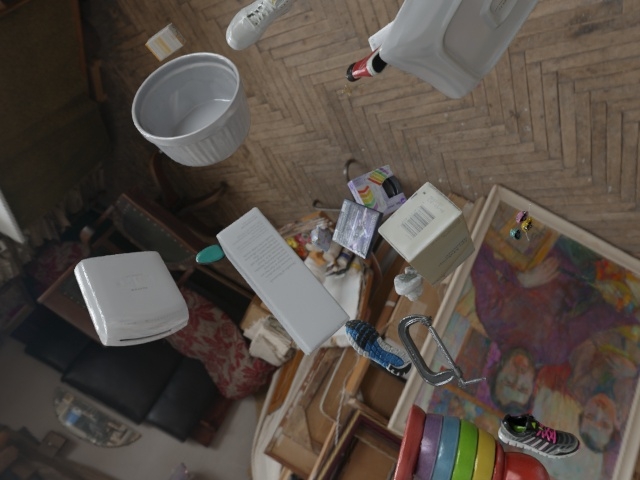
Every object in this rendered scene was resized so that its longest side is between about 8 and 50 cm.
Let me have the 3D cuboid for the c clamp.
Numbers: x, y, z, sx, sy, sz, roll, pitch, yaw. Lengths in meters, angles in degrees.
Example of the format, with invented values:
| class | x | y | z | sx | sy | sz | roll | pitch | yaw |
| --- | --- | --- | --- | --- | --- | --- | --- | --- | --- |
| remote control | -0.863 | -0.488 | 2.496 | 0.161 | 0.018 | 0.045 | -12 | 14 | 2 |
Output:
| class | x | y | z | sx | sy | sz | roll | pitch | yaw |
| --- | --- | --- | --- | --- | --- | --- | --- | --- | --- |
| c clamp | 0.210 | 0.199 | 0.771 | 0.161 | 0.022 | 0.137 | 57 | 141 | 19 |

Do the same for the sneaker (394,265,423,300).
| class | x | y | z | sx | sy | sz | roll | pitch | yaw |
| --- | --- | --- | --- | --- | --- | --- | --- | --- | --- |
| sneaker | 0.328 | 0.168 | 1.511 | 0.090 | 0.232 | 0.115 | 0 | 101 | 29 |

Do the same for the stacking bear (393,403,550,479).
| class | x | y | z | sx | sy | sz | roll | pitch | yaw |
| --- | --- | --- | --- | --- | --- | --- | --- | --- | --- |
| stacking bear | 0.309 | 0.460 | 0.863 | 0.288 | 0.164 | 0.175 | 14 | 177 | 16 |

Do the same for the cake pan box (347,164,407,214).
| class | x | y | z | sx | sy | sz | roll | pitch | yaw |
| --- | --- | --- | --- | --- | --- | --- | --- | --- | --- |
| cake pan box | 0.312 | -0.251 | 2.261 | 0.246 | 0.266 | 0.070 | 65 | 158 | 2 |

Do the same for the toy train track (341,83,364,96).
| class | x | y | z | sx | sy | sz | roll | pitch | yaw |
| --- | --- | --- | --- | --- | --- | --- | --- | --- | --- |
| toy train track | 0.117 | -0.544 | 1.525 | 0.014 | 0.083 | 0.048 | 133 | 119 | -84 |

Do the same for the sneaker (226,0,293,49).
| class | x | y | z | sx | sy | sz | roll | pitch | yaw |
| --- | --- | --- | --- | --- | --- | --- | --- | --- | --- |
| sneaker | -0.184 | -0.747 | 1.355 | 0.108 | 0.292 | 0.169 | 45 | 168 | -13 |

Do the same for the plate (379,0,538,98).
| class | x | y | z | sx | sy | sz | roll | pitch | yaw |
| --- | --- | --- | --- | --- | --- | --- | --- | --- | --- |
| plate | 0.218 | -0.317 | 0.524 | 0.045 | 0.278 | 0.277 | 44 | 118 | 24 |

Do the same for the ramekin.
| class | x | y | z | sx | sy | sz | roll | pitch | yaw |
| --- | --- | --- | --- | --- | --- | --- | --- | --- | --- |
| ramekin | -0.230 | -0.236 | 0.794 | 0.207 | 0.207 | 0.109 | 14 | 157 | 19 |

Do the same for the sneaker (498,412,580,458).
| class | x | y | z | sx | sy | sz | roll | pitch | yaw |
| --- | --- | --- | --- | --- | --- | --- | --- | --- | --- |
| sneaker | 0.497 | 0.441 | 0.971 | 0.170 | 0.063 | 0.075 | 1 | 122 | 32 |

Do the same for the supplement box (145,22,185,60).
| class | x | y | z | sx | sy | sz | roll | pitch | yaw |
| --- | --- | --- | --- | --- | --- | --- | --- | --- | --- |
| supplement box | -0.462 | -0.591 | 1.264 | 0.098 | 0.036 | 0.062 | -20 | 134 | 23 |

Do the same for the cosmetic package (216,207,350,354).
| class | x | y | z | sx | sy | sz | roll | pitch | yaw |
| --- | --- | --- | --- | --- | --- | --- | --- | --- | --- |
| cosmetic package | -0.121 | 0.138 | 1.357 | 0.453 | 0.161 | 0.230 | 49 | 165 | 11 |

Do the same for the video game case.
| class | x | y | z | sx | sy | sz | roll | pitch | yaw |
| --- | --- | --- | --- | --- | --- | --- | --- | --- | --- |
| video game case | 0.149 | -0.054 | 1.768 | 0.026 | 0.196 | 0.274 | 11 | -169 | -32 |

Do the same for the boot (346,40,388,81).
| class | x | y | z | sx | sy | sz | roll | pitch | yaw |
| --- | --- | --- | --- | --- | --- | --- | --- | --- | --- |
| boot | 0.207 | -0.696 | 1.619 | 0.176 | 0.244 | 0.088 | 7 | 137 | 54 |

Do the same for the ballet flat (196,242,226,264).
| class | x | y | z | sx | sy | sz | roll | pitch | yaw |
| --- | --- | --- | --- | --- | --- | --- | --- | --- | --- |
| ballet flat | -0.357 | 0.038 | 1.566 | 0.074 | 0.203 | 0.074 | 57 | 169 | 17 |

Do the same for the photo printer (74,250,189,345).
| class | x | y | z | sx | sy | sz | roll | pitch | yaw |
| --- | --- | --- | --- | --- | --- | --- | --- | --- | --- |
| photo printer | -0.555 | 0.172 | 1.263 | 0.307 | 0.256 | 0.107 | 49 | 128 | 32 |

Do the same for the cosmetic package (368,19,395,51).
| class | x | y | z | sx | sy | sz | roll | pitch | yaw |
| --- | --- | --- | --- | --- | --- | --- | --- | --- | --- |
| cosmetic package | 0.321 | -0.824 | 1.688 | 0.231 | 0.117 | 0.086 | -22 | 90 | 35 |

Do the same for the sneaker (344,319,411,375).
| class | x | y | z | sx | sy | sz | roll | pitch | yaw |
| --- | --- | --- | --- | --- | --- | --- | --- | --- | --- |
| sneaker | 0.127 | 0.260 | 1.031 | 0.190 | 0.071 | 0.083 | 40 | 166 | -10 |

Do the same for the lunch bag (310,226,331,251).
| class | x | y | z | sx | sy | sz | roll | pitch | yaw |
| --- | --- | --- | --- | --- | --- | --- | --- | --- | --- |
| lunch bag | 0.000 | 0.000 | 1.628 | 0.071 | 0.083 | 0.053 | 32 | 126 | -28 |

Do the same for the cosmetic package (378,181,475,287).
| class | x | y | z | sx | sy | sz | roll | pitch | yaw |
| --- | --- | --- | --- | --- | --- | --- | --- | --- | --- |
| cosmetic package | 0.271 | 0.000 | 1.038 | 0.113 | 0.160 | 0.309 | 50 | -171 | 29 |

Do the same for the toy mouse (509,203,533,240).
| class | x | y | z | sx | sy | sz | roll | pitch | yaw |
| --- | --- | --- | --- | --- | --- | --- | --- | --- | --- |
| toy mouse | 0.755 | -0.058 | 1.611 | 0.031 | 0.143 | 0.161 | 34 | 134 | 48 |
